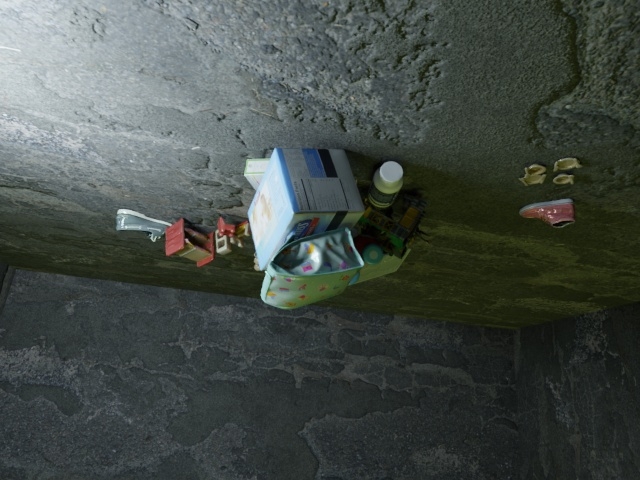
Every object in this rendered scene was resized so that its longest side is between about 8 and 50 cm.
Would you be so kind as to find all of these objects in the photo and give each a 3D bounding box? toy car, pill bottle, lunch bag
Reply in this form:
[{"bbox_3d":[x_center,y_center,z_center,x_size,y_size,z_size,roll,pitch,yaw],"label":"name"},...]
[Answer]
[{"bbox_3d":[0.080,0.010,1.626,0.238,0.210,0.219,51,180,-7],"label":"toy car"},{"bbox_3d":[0.208,-0.178,1.414,0.094,0.094,0.169,6,161,-1],"label":"pill bottle"},{"bbox_3d":[-0.042,0.087,1.283,0.262,0.160,0.223,-13,156,-21],"label":"lunch bag"}]

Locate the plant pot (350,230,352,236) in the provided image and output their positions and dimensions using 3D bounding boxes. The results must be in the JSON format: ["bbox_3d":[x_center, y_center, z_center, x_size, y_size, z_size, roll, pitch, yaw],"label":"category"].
[{"bbox_3d":[0.000,0.000,1.749,0.237,0.237,0.110,24,-167,-42],"label":"plant pot"}]

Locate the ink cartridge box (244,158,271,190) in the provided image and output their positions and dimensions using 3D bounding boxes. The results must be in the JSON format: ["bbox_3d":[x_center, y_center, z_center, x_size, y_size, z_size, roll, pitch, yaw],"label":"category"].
[{"bbox_3d":[-0.128,-0.214,1.452,0.209,0.062,0.109,0,159,14],"label":"ink cartridge box"}]

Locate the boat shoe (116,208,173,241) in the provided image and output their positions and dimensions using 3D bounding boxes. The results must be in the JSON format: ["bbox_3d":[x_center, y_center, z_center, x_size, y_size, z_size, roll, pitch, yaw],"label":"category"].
[{"bbox_3d":[-0.780,-0.045,2.052,0.116,0.099,0.319,-12,154,40],"label":"boat shoe"}]

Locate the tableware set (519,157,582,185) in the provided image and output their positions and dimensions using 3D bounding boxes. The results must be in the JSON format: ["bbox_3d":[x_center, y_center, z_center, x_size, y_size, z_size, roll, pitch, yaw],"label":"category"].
[{"bbox_3d":[0.684,-0.200,1.338,0.168,0.020,0.141,-4,159,25],"label":"tableware set"}]

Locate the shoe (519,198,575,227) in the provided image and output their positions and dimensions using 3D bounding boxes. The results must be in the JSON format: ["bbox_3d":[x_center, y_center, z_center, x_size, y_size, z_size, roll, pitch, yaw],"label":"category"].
[{"bbox_3d":[0.779,-0.086,1.543,0.178,0.081,0.063,-11,155,38],"label":"shoe"}]

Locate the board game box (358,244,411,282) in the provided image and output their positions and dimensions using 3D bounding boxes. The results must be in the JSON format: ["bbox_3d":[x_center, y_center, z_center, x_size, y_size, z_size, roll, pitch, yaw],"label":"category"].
[{"bbox_3d":[0.210,0.130,2.159,0.389,0.050,0.390,-16,162,-7],"label":"board game box"}]

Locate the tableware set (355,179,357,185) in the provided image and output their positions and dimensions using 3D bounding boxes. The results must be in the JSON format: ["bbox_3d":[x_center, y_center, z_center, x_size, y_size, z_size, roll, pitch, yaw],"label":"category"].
[{"bbox_3d":[0.053,-0.157,1.527,0.154,0.024,0.104,2,117,6],"label":"tableware set"}]

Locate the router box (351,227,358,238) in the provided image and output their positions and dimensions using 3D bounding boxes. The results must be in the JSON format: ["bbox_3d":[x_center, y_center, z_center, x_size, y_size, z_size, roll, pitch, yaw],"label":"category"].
[{"bbox_3d":[-0.051,0.017,1.960,0.335,0.082,0.301,11,149,-23],"label":"router box"}]

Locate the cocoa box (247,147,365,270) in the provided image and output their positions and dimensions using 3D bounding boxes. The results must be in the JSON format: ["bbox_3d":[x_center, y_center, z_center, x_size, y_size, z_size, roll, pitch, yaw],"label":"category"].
[{"bbox_3d":[-0.061,-0.087,1.372,0.227,0.232,0.347,-4,152,-26],"label":"cocoa box"}]

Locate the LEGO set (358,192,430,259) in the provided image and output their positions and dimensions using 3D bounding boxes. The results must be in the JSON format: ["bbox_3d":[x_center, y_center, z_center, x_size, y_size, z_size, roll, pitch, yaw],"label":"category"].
[{"bbox_3d":[0.266,-0.085,1.632,0.255,0.192,0.331,29,169,27],"label":"LEGO set"}]

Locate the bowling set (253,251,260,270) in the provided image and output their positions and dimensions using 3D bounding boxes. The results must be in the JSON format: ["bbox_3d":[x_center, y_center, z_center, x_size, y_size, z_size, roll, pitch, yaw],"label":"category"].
[{"bbox_3d":[-0.255,0.073,2.164,0.287,0.154,0.200,-8,157,32],"label":"bowling set"}]

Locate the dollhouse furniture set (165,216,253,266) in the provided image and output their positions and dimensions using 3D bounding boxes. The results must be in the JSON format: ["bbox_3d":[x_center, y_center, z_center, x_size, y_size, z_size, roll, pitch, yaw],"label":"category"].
[{"bbox_3d":[-0.490,-0.032,2.005,0.374,0.152,0.201,-24,149,24],"label":"dollhouse furniture set"}]
